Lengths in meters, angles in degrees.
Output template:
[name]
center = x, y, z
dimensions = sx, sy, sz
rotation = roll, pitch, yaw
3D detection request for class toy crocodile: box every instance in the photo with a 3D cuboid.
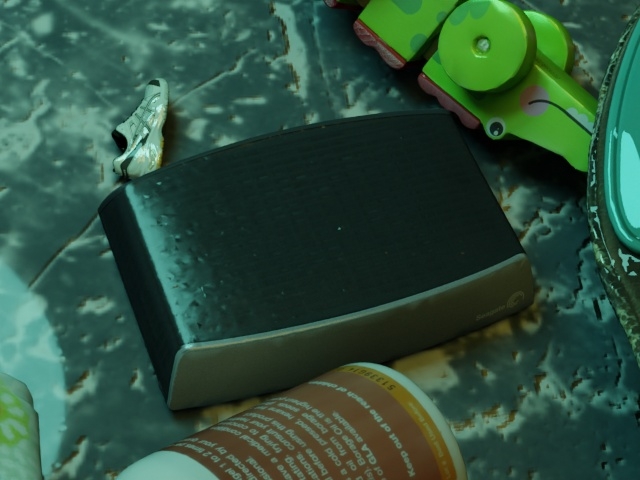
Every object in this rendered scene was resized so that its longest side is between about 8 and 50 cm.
[toy crocodile]
center = 0.076, -0.159, 0.937
dimensions = 0.340, 0.105, 0.115
rotation = 43, 21, 13

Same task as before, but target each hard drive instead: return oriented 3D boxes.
[hard drive]
center = 0.000, 0.000, 0.850
dimensions = 0.254, 0.054, 0.172
rotation = -14, 61, -18

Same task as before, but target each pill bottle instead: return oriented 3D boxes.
[pill bottle]
center = -0.034, 0.151, 0.676
dimensions = 0.216, 0.121, 0.121
rotation = -20, 61, -41

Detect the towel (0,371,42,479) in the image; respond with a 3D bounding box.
[towel]
center = -0.268, 0.188, 0.568
dimensions = 0.320, 0.090, 0.374
rotation = 19, 43, -31

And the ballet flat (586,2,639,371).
[ballet flat]
center = 0.248, 0.049, 0.790
dimensions = 0.164, 0.182, 0.483
rotation = -3, 53, 10

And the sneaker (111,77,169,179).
[sneaker]
center = -0.123, -0.078, 0.893
dimensions = 0.037, 0.032, 0.083
rotation = 6, 56, -6
